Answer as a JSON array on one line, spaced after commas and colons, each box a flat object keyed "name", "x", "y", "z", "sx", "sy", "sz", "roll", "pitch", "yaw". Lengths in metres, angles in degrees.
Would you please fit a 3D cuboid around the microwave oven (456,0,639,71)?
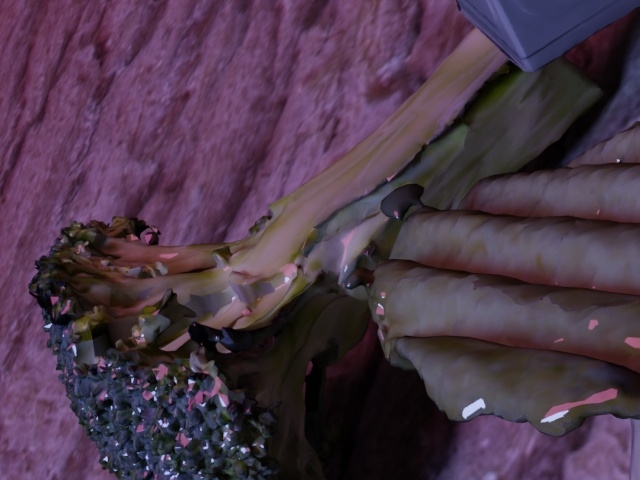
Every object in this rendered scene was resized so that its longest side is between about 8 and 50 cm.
[{"name": "microwave oven", "x": 0.152, "y": -0.219, "z": 1.064, "sx": 0.208, "sy": 0.162, "sz": 0.122, "roll": -32, "pitch": 30, "yaw": -2}]

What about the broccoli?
[{"name": "broccoli", "x": -0.003, "y": 0.005, "z": 1.144, "sx": 0.361, "sy": 0.221, "sz": 0.252, "roll": -45, "pitch": 6, "yaw": -24}]

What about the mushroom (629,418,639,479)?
[{"name": "mushroom", "x": 0.176, "y": 0.078, "z": 0.940, "sx": 0.059, "sy": 0.054, "sz": 0.202, "roll": -22, "pitch": 51, "yaw": 47}]

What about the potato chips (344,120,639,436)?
[{"name": "potato chips", "x": 0.191, "y": -0.040, "z": 0.843, "sx": 0.373, "sy": 0.097, "sz": 0.389, "roll": -32, "pitch": 14, "yaw": 0}]
